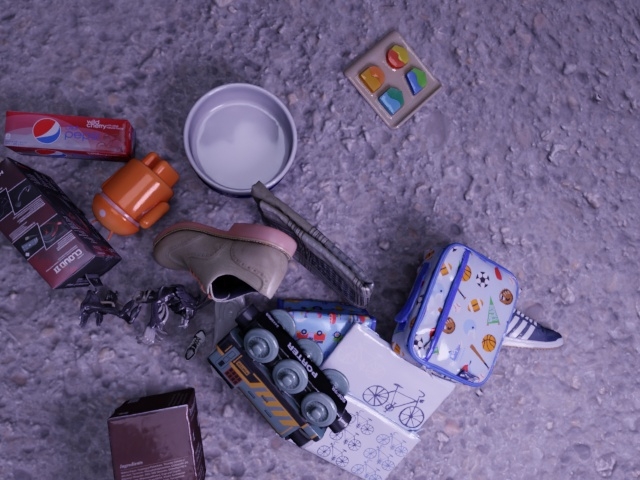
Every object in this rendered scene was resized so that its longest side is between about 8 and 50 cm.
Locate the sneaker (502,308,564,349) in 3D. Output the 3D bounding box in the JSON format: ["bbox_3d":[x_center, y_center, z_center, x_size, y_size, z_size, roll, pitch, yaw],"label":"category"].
[{"bbox_3d":[0.495,0.195,1.299,0.283,0.099,0.153,6,87,-5],"label":"sneaker"}]

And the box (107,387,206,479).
[{"bbox_3d":[-0.354,0.457,1.113,0.167,0.168,0.203,-8,87,-9],"label":"box"}]

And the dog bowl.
[{"bbox_3d":[-0.193,-0.237,1.222,0.265,0.104,0.264,1,86,-9],"label":"dog bowl"}]

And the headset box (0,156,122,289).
[{"bbox_3d":[-0.572,-0.016,1.090,0.110,0.218,0.293,-41,93,-8],"label":"headset box"}]

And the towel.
[{"bbox_3d":[-0.020,0.029,1.102,0.324,0.312,0.056,41,82,11],"label":"towel"}]

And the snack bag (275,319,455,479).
[{"bbox_3d":[0.112,0.392,1.181,0.323,0.037,0.342,34,101,-14],"label":"snack bag"}]

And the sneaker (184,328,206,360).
[{"bbox_3d":[-0.298,0.252,1.204,0.032,0.037,0.083,26,81,-4],"label":"sneaker"}]

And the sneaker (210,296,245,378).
[{"bbox_3d":[-0.214,0.216,1.200,0.090,0.095,0.234,5,105,-13],"label":"sneaker"}]

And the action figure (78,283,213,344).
[{"bbox_3d":[-0.382,0.168,1.142,0.276,0.164,0.140,-1,76,1],"label":"action figure"}]

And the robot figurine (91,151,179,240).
[{"bbox_3d":[-0.430,-0.100,1.163,0.158,0.128,0.219,44,81,-10],"label":"robot figurine"}]

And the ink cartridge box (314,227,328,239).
[{"bbox_3d":[0.000,0.000,1.232,0.063,0.115,0.029,44,92,-3],"label":"ink cartridge box"}]

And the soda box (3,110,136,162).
[{"bbox_3d":[-0.574,-0.239,1.169,0.264,0.092,0.083,2,84,-8],"label":"soda box"}]

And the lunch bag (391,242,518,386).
[{"bbox_3d":[0.300,0.170,1.137,0.243,0.115,0.303,29,75,-17],"label":"lunch bag"}]

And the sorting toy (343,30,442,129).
[{"bbox_3d":[0.195,-0.427,1.329,0.193,0.038,0.208,-43,93,-9],"label":"sorting toy"}]

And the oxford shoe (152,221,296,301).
[{"bbox_3d":[-0.239,0.050,1.075,0.140,0.397,0.146,39,59,-43],"label":"oxford shoe"}]

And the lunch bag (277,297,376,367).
[{"bbox_3d":[-0.005,0.302,1.216,0.221,0.138,0.292,5,97,-10],"label":"lunch bag"}]

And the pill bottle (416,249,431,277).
[{"bbox_3d":[0.300,0.132,1.263,0.118,0.117,0.214,2,85,-9],"label":"pill bottle"}]

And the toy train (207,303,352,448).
[{"bbox_3d":[-0.086,0.294,1.081,0.190,0.142,0.334,-41,91,26],"label":"toy train"}]
